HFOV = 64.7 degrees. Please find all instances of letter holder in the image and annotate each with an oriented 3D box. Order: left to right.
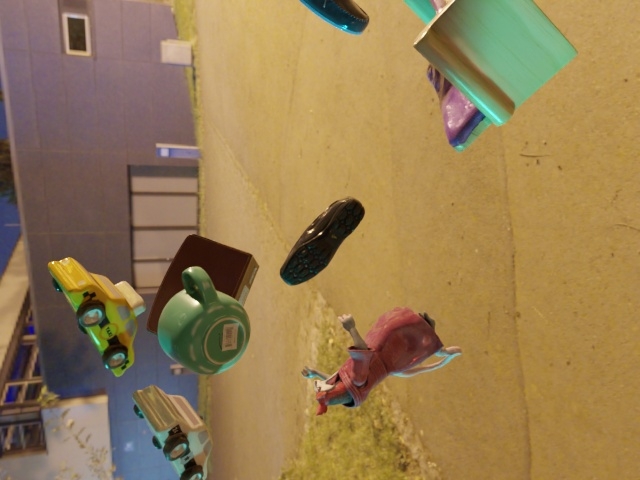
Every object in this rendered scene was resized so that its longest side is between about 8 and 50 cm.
[{"bbox_3d":[-0.339,0.160,1.465,0.152,0.215,0.301,84,-154,-74],"label":"letter holder"}]

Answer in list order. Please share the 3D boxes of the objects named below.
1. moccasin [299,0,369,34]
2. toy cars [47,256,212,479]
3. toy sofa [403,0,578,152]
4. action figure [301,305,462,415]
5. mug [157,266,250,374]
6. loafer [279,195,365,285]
[{"bbox_3d":[-0.010,-0.657,1.263,0.117,0.342,0.137,-50,5,37],"label":"moccasin"},{"bbox_3d":[-0.250,0.188,0.728,0.393,0.087,0.176,61,152,-7],"label":"toy cars"},{"bbox_3d":[0.191,-0.291,0.718,0.177,0.150,0.362,-42,21,28],"label":"toy sofa"},{"bbox_3d":[0.123,0.325,1.266,0.276,0.370,0.248,42,143,15],"label":"action figure"},{"bbox_3d":[-0.182,0.136,0.791,0.097,0.129,0.157,13,147,46],"label":"mug"},{"bbox_3d":[0.000,0.000,1.032,0.223,0.076,0.078,-48,24,-5],"label":"loafer"}]
